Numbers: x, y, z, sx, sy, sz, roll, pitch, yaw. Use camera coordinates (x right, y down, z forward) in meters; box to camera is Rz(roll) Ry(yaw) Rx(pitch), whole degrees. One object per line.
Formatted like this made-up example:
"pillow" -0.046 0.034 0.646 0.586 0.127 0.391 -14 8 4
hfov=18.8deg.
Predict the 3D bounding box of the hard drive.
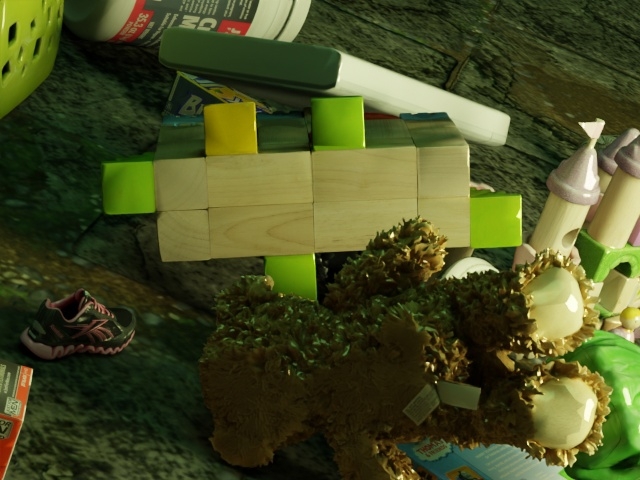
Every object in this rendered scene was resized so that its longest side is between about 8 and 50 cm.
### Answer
"hard drive" 0.022 -0.164 2.111 0.233 0.047 0.353 12 -1 34

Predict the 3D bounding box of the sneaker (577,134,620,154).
"sneaker" 0.360 -0.065 2.350 0.092 0.088 0.225 9 27 -22

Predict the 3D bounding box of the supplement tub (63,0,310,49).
"supplement tub" -0.165 -0.321 2.320 0.272 0.191 0.191 3 30 -34

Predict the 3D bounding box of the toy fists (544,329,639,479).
"toy fists" 0.263 0.202 1.598 0.142 0.096 0.279 26 43 -60

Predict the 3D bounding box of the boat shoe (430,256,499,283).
"boat shoe" 0.121 0.095 1.788 0.103 0.118 0.320 41 16 11

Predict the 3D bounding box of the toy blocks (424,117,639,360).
"toy blocks" 0.317 0.000 1.977 0.288 0.260 0.309 -4 35 -44

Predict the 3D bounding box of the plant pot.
"plant pot" -0.387 -0.273 2.029 0.228 0.207 0.227 24 24 2

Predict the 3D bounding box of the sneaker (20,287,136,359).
"sneaker" -0.201 0.067 1.666 0.047 0.057 0.119 36 27 32

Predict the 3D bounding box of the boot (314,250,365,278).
"boot" 0.000 0.000 1.984 0.099 0.045 0.121 12 24 -7

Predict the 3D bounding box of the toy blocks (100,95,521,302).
"toy blocks" -0.012 -0.064 1.884 0.381 0.191 0.261 -3 13 -1

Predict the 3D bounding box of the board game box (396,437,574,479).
"board game box" 0.167 0.219 1.674 0.211 0.039 0.160 34 27 23

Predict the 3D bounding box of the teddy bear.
"teddy bear" 0.073 0.103 1.583 0.245 0.338 0.113 65 20 -5

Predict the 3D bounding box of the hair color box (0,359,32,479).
"hair color box" -0.242 0.158 1.345 0.043 0.141 0.072 17 25 -10

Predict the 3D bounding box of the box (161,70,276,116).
"box" -0.091 -0.128 2.145 0.169 0.059 0.054 33 25 23
